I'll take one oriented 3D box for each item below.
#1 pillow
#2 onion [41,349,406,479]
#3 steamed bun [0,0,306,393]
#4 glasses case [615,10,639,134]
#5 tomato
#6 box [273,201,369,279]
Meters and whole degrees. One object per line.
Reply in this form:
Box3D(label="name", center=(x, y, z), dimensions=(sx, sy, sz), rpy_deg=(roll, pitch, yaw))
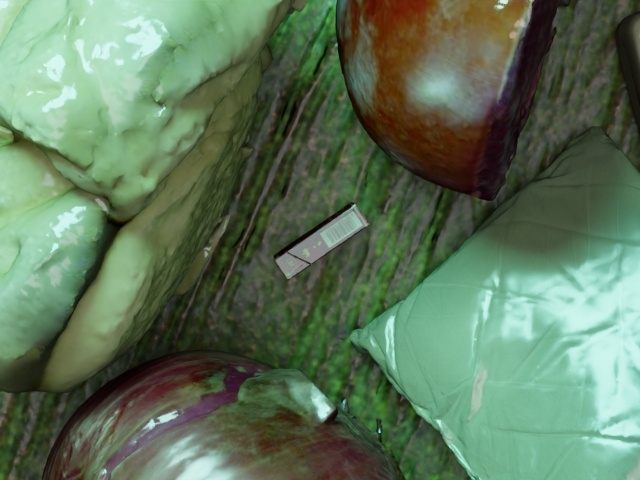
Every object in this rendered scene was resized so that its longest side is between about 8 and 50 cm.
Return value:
Box3D(label="pillow", center=(0.205, 0.086, 1.318), dimensions=(0.274, 0.076, 0.281), rpy_deg=(-43, 60, 4))
Box3D(label="onion", center=(-0.050, 0.244, 1.242), dimensions=(0.353, 0.353, 0.354), rpy_deg=(0, 93, -2))
Box3D(label="steamed bun", center=(-0.175, -0.081, 1.229), dimensions=(0.230, 0.325, 0.372), rpy_deg=(26, 107, 3))
Box3D(label="glasses case", center=(0.353, -0.040, 1.364), dimensions=(0.144, 0.076, 0.336), rpy_deg=(-15, 93, -2))
Box3D(label="tomato", center=(0.107, -0.213, 1.250), dimensions=(0.176, 0.289, 0.335), rpy_deg=(20, 90, 6))
Box3D(label="box", center=(0.000, 0.000, 1.366), dimensions=(0.082, 0.051, 0.023), rpy_deg=(-35, 93, 0))
